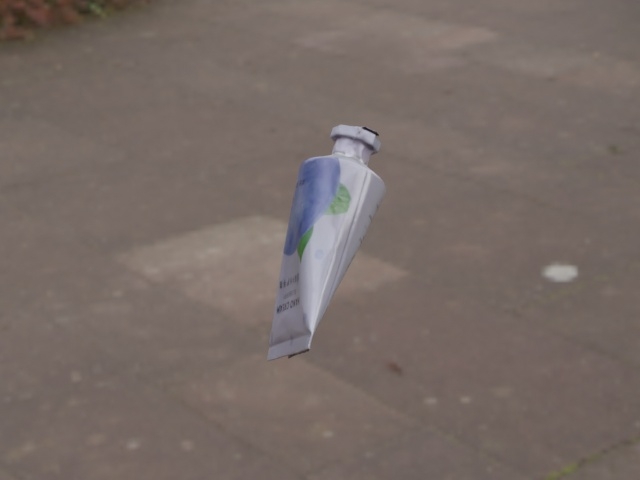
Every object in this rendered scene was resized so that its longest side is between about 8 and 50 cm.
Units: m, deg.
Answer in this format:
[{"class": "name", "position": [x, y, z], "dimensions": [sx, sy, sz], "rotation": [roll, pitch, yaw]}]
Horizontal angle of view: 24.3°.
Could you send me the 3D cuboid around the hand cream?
[{"class": "hand cream", "position": [0.000, 0.000, 0.865], "dimensions": [0.053, 0.142, 0.084], "rotation": [24, -15, -12]}]
